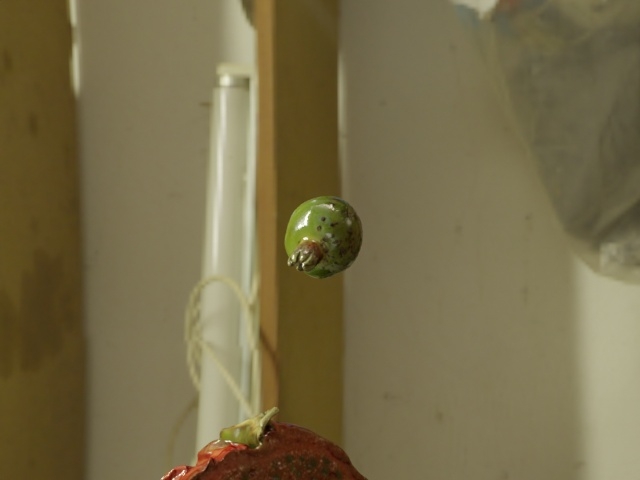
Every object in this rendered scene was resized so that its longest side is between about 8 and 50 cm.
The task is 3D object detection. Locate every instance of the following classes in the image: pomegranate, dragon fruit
[{"bbox_3d":[0.003,-0.003,1.017,0.084,0.073,0.073,-40,-50,-85],"label":"pomegranate"},{"bbox_3d":[-0.066,0.286,1.159,0.317,0.152,0.205,40,-125,-29],"label":"dragon fruit"}]
